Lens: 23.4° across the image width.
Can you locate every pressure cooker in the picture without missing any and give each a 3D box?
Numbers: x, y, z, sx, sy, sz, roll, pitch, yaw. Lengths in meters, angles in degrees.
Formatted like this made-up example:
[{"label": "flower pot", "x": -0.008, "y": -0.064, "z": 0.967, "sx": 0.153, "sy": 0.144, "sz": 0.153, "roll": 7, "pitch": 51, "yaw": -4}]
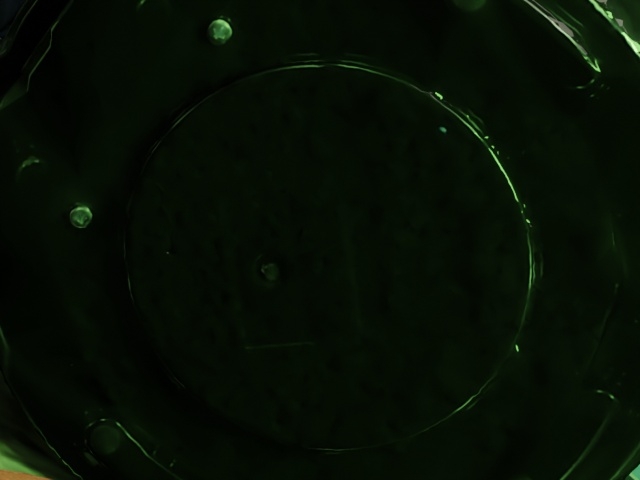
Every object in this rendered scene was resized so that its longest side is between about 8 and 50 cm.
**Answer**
[{"label": "pressure cooker", "x": 0.035, "y": -0.056, "z": 0.867, "sx": 0.370, "sy": 0.375, "sz": 0.420, "roll": 27, "pitch": 20, "yaw": -2}]

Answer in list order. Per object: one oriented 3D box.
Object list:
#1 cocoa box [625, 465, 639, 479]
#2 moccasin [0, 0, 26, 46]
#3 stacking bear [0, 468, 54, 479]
[{"label": "cocoa box", "x": 0.232, "y": 0.115, "z": 1.124, "sx": 0.347, "sy": 0.228, "sz": 0.231, "roll": 42, "pitch": 16, "yaw": 15}, {"label": "moccasin", "x": -0.259, "y": -0.188, "z": 1.115, "sx": 0.342, "sy": 0.138, "sz": 0.117, "roll": -1, "pitch": 59, "yaw": -40}, {"label": "stacking bear", "x": -0.058, "y": 0.220, "z": 0.353, "sx": 0.164, "sy": 0.175, "sz": 0.289, "roll": 12, "pitch": 39, "yaw": -43}]
